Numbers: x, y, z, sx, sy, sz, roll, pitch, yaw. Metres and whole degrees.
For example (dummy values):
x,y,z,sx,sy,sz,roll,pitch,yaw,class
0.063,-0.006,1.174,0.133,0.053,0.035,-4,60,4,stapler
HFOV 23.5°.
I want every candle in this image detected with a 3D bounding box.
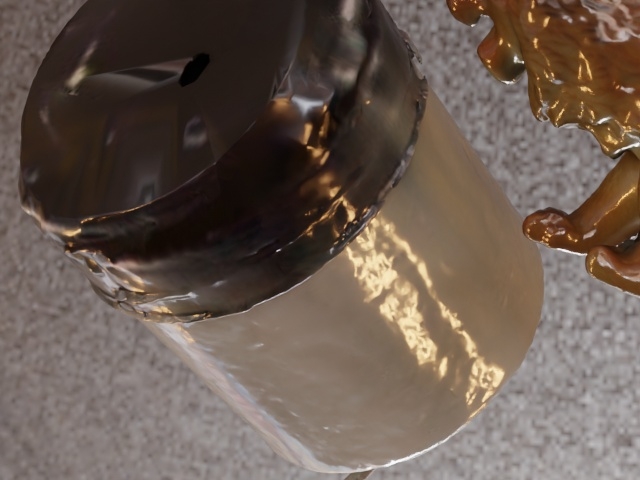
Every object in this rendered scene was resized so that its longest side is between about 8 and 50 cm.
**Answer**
x,y,z,sx,sy,sz,roll,pitch,yaw,class
0.000,0.000,0.885,0.221,0.221,0.342,-15,138,28,candle

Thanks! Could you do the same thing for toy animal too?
x,y,z,sx,sy,sz,roll,pitch,yaw,class
0.185,-0.043,0.636,0.312,0.157,0.097,18,-166,26,toy animal
